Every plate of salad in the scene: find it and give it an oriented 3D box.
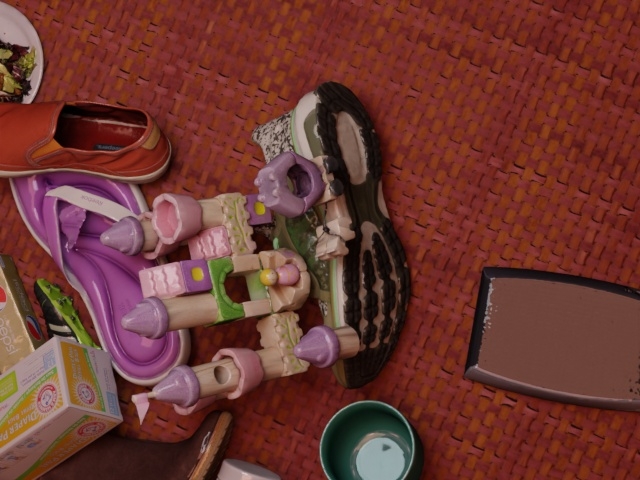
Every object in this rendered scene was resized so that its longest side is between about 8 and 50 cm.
[{"bbox_3d":[-0.502,-0.257,1.906,0.200,0.048,0.199,-1,85,10],"label":"plate of salad"}]

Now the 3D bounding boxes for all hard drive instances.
[{"bbox_3d":[0.326,0.130,1.728,0.255,0.054,0.172,10,88,10],"label":"hard drive"}]

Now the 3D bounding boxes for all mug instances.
[{"bbox_3d":[0.074,0.298,1.726,0.130,0.097,0.157,-10,67,12],"label":"mug"}]

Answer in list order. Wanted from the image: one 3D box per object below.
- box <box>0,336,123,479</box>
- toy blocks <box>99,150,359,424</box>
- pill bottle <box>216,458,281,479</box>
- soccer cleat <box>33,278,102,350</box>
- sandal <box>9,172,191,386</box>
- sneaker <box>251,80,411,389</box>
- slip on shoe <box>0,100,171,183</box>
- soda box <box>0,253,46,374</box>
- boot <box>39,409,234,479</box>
[{"bbox_3d":[-0.381,0.234,1.775,0.203,0.103,0.114,-35,54,23],"label":"box"},{"bbox_3d":[-0.142,0.065,1.651,0.309,0.260,0.288,-21,80,47],"label":"toy blocks"},{"bbox_3d":[-0.125,0.409,1.756,0.117,0.117,0.215,19,90,11],"label":"pill bottle"},{"bbox_3d":[-0.363,0.136,1.849,0.072,0.060,0.179,-37,83,10],"label":"soccer cleat"},{"bbox_3d":[-0.306,0.008,1.824,0.169,0.102,0.416,-34,79,4],"label":"sandal"},{"bbox_3d":[0.000,0.000,1.780,0.182,0.158,0.410,-11,85,40],"label":"sneaker"},{"bbox_3d":[-0.373,-0.150,1.802,0.331,0.101,0.123,6,59,3],"label":"slip on shoe"},{"bbox_3d":[-0.446,0.112,1.864,0.061,0.058,0.181,-25,81,7],"label":"soda box"},{"bbox_3d":[-0.256,0.298,1.800,0.207,0.090,0.248,33,95,9],"label":"boot"}]
